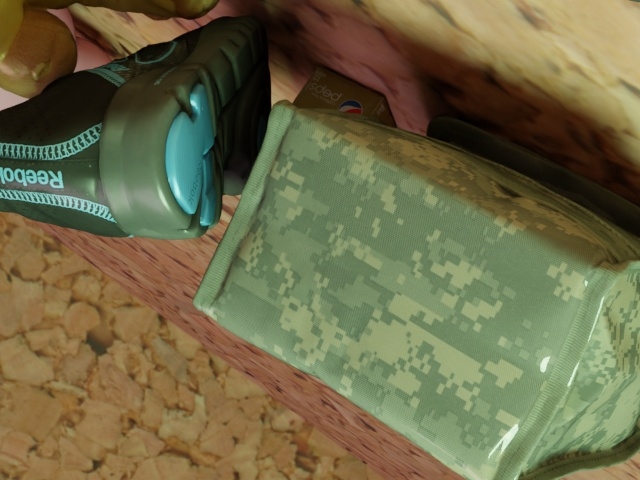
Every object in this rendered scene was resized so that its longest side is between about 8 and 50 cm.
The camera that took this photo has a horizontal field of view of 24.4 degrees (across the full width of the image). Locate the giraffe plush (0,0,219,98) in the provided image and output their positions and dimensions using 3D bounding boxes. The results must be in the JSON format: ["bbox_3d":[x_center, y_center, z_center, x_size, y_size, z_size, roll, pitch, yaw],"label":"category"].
[{"bbox_3d":[-0.186,-0.167,0.936,0.210,0.170,0.181,33,168,3],"label":"giraffe plush"}]

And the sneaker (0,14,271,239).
[{"bbox_3d":[-0.112,-0.080,0.950,0.140,0.125,0.341,0,-171,9],"label":"sneaker"}]

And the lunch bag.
[{"bbox_3d":[0.109,0.029,0.927,0.235,0.169,0.287,30,-167,27],"label":"lunch bag"}]

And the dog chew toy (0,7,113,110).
[{"bbox_3d":[-0.298,-0.160,1.217,0.332,0.206,0.207,32,171,-36],"label":"dog chew toy"}]

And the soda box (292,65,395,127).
[{"bbox_3d":[0.024,-0.052,1.094,0.058,0.061,0.181,29,166,24],"label":"soda box"}]

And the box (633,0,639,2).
[{"bbox_3d":[0.130,-0.127,0.507,0.062,0.083,0.052,21,162,43],"label":"box"}]
